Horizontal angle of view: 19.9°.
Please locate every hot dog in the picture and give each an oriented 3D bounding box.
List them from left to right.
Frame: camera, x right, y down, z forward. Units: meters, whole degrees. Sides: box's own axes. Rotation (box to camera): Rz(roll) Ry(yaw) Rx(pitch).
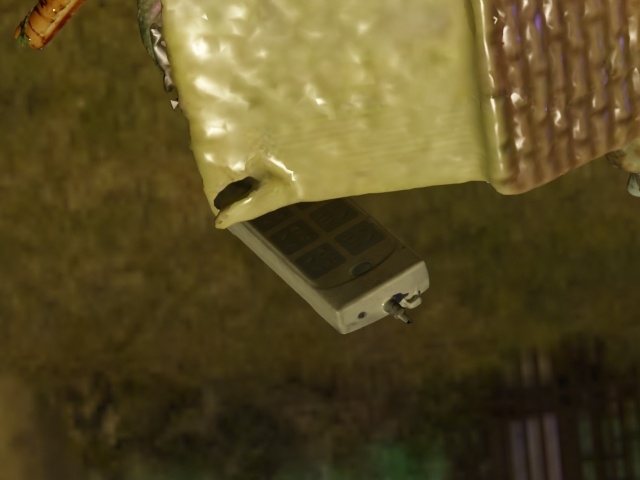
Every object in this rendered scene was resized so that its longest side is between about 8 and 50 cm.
[{"bbox_3d":[-0.208,-0.199,1.471,0.122,0.037,0.049,-42,-169,28],"label":"hot dog"}]

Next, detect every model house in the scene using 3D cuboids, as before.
[{"bbox_3d":[0.063,-0.183,1.057,0.266,0.261,0.321,-2,-150,16],"label":"model house"}]

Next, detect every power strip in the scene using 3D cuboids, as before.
[{"bbox_3d":[0.000,0.000,1.340,0.080,0.029,0.227,-29,-137,-20],"label":"power strip"}]

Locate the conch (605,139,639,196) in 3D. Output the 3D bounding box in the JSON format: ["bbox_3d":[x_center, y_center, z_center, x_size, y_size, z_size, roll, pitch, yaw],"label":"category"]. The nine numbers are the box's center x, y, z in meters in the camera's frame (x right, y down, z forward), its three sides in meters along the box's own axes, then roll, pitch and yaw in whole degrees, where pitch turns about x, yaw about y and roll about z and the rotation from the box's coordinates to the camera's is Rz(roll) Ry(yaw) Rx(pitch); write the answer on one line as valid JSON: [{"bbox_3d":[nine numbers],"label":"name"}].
[{"bbox_3d":[0.375,-0.112,1.570,0.386,0.169,0.203,-11,173,-30],"label":"conch"}]

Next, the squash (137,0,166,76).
[{"bbox_3d":[0.027,-0.242,1.810,0.310,0.310,0.309,-7,165,36],"label":"squash"}]
